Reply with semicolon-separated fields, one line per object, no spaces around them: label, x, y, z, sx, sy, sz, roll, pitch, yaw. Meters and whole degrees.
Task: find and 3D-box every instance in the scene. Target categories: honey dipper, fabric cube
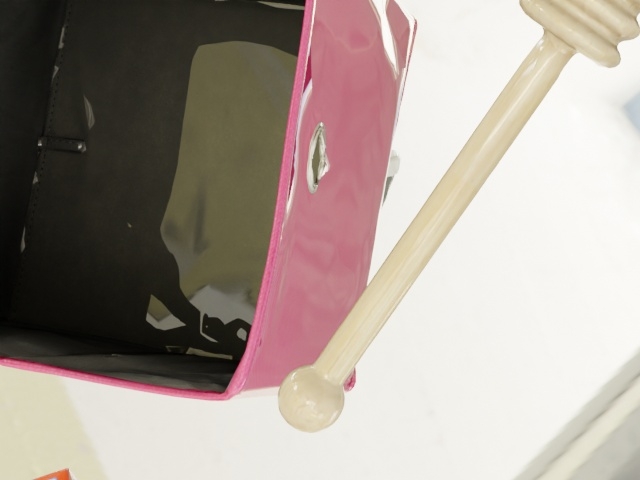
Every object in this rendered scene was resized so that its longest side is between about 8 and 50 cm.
honey dipper;0.037;-0.015;0.352;0.030;0.160;0.030;33;-168;-8
fabric cube;-0.105;-0.051;0.795;0.259;0.254;0.258;9;177;15

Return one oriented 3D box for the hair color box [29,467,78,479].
hair color box;-0.154;0.239;0.867;0.093;0.053;0.167;69;-178;-51

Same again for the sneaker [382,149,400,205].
sneaker;0.000;0.000;1.142;0.105;0.146;0.296;9;-164;7
